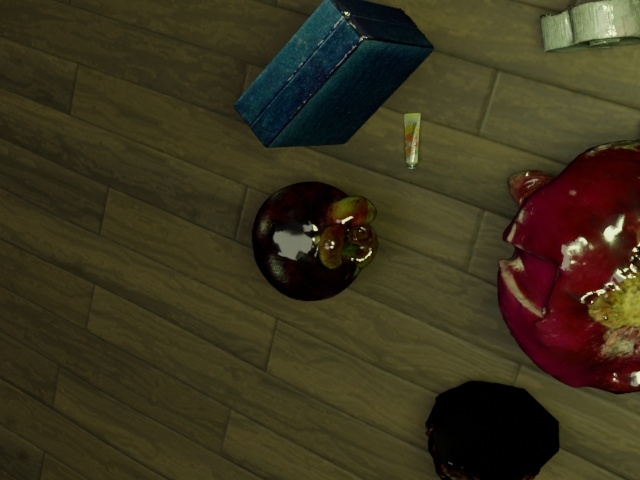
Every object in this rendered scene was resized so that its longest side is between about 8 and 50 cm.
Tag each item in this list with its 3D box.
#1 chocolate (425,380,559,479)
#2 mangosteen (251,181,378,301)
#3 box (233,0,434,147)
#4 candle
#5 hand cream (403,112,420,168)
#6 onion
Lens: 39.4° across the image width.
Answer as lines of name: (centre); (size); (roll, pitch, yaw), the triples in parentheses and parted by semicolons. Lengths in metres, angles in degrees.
chocolate: (0.285, 0.385, 1.588); (0.206, 0.224, 0.177); (46, 145, 42)
mangosteen: (0.000, 0.000, 1.635); (0.265, 0.228, 0.228); (-2, 97, 49)
box: (0.028, -0.287, 1.552); (0.261, 0.279, 0.116); (-43, 77, 27)
candle: (0.445, -0.337, 1.393); (0.168, 0.192, 0.068); (-8, 97, -14)
hand cream: (0.168, -0.183, 1.640); (0.035, 0.022, 0.102); (3, 96, 37)
onion: (0.432, 0.012, 1.386); (0.420, 0.398, 0.398); (-128, 50, -63)
